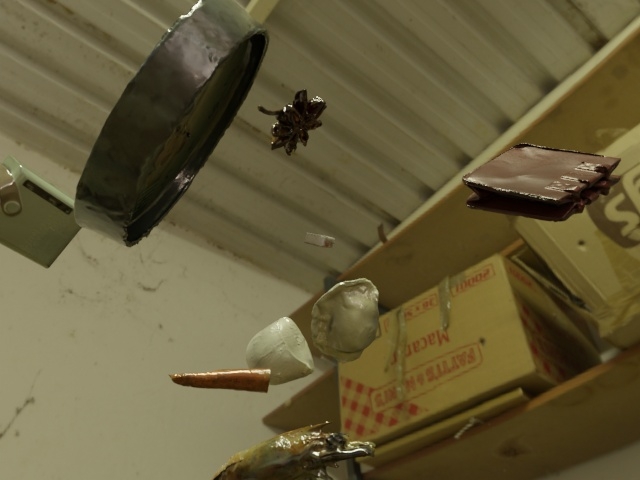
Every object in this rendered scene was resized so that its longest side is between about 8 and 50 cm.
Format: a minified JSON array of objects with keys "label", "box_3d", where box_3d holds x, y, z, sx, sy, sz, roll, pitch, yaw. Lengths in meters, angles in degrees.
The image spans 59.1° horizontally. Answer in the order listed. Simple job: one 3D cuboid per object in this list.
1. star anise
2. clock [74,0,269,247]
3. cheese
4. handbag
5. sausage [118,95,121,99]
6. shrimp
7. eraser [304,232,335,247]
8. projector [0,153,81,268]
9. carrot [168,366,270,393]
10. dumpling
[{"label":"star anise","box_3d":[-0.059,-0.295,1.324,0.177,0.073,0.234,-41,-16,-11]},{"label":"clock","box_3d":[-0.164,-0.131,0.656,0.061,0.312,0.312,33,-56,-7]},{"label":"cheese","box_3d":[-0.135,0.356,1.750,0.189,0.198,0.154,-32,-26,10]},{"label":"handbag","box_3d":[0.499,-0.136,1.294,0.260,0.276,0.084,-29,-60,-31]},{"label":"sausage","box_3d":[-0.325,-0.260,1.131,0.089,0.300,0.083,-9,-73,-35]},{"label":"shrimp","box_3d":[-0.035,0.339,0.731,0.253,0.173,0.058,-19,-8,13]},{"label":"eraser","box_3d":[0.000,0.000,1.417,0.052,0.122,0.029,14,-89,12]},{"label":"projector","box_3d":[-0.699,-0.073,1.330,0.177,0.163,0.242,-53,-45,-9]},{"label":"carrot","box_3d":[-0.224,0.311,1.253,0.224,0.057,0.057,1,-48,-5]},{"label":"dumpling","box_3d":[0.065,0.217,1.562,0.193,0.147,0.258,18,-75,-14]}]
